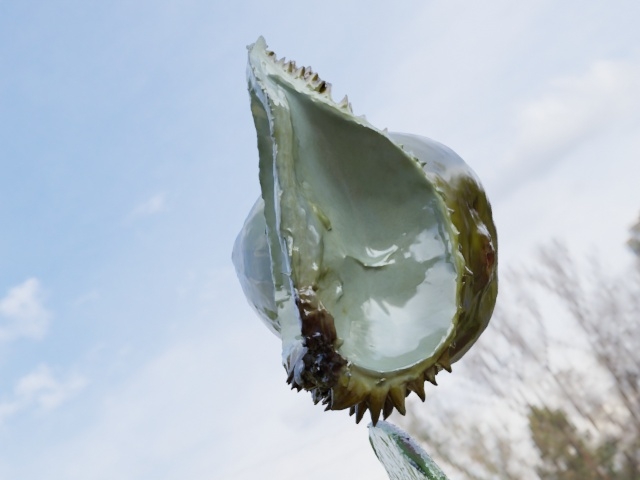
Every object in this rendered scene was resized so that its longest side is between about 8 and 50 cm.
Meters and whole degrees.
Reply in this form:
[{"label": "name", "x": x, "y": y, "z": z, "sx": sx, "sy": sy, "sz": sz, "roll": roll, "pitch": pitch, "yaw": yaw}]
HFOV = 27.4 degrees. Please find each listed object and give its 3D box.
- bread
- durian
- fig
[{"label": "bread", "x": 0.158, "y": 0.359, "z": 1.768, "sx": 0.045, "sy": 0.301, "sz": 0.301, "roll": -35, "pitch": -19, "yaw": -11}, {"label": "durian", "x": 0.000, "y": 0.000, "z": 0.825, "sx": 0.144, "sy": 0.252, "sz": 0.139, "roll": -17, "pitch": -26, "yaw": 34}, {"label": "fig", "x": 0.053, "y": 0.018, "z": 1.656, "sx": 0.343, "sy": 0.343, "sz": 0.343, "roll": -30, "pitch": -20, "yaw": -12}]
